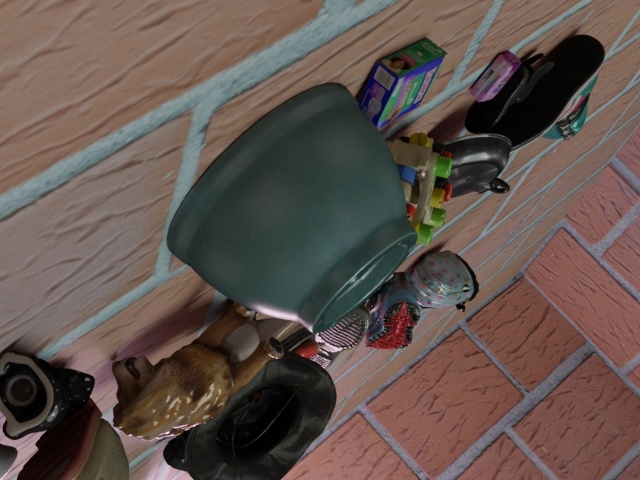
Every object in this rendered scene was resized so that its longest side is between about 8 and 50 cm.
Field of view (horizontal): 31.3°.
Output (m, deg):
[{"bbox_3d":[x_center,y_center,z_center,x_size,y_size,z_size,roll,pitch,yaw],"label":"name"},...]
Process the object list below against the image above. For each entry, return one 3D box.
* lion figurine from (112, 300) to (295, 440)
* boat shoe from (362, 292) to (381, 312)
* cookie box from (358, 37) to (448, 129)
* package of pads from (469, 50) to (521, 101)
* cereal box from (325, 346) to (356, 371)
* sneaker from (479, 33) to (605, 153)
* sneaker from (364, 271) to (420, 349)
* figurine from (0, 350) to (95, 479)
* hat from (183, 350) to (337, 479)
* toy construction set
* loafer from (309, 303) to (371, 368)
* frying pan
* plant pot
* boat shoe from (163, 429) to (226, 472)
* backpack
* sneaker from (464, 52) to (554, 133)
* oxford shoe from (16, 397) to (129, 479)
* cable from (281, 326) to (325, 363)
[{"bbox_3d":[-0.135,0.157,1.678,0.240,0.142,0.392,-41,173,26],"label":"lion figurine"},{"bbox_3d":[0.095,0.153,2.548,0.125,0.038,0.046,127,-26,-55],"label":"boat shoe"},{"bbox_3d":[0.102,-0.199,1.449,0.107,0.040,0.092,-33,157,-41],"label":"cookie box"},{"bbox_3d":[0.277,-0.258,1.809,0.083,0.032,0.050,-52,167,32],"label":"package of pads"},{"bbox_3d":[-0.001,0.286,2.656,0.240,0.047,0.173,-32,162,-37],"label":"cereal box"},{"bbox_3d":[0.390,-0.226,2.067,0.295,0.124,0.178,-41,157,-14],"label":"sneaker"},{"bbox_3d":[0.167,0.158,2.580,0.104,0.125,0.262,6,149,-12],"label":"sneaker"},{"bbox_3d":[-0.367,0.225,1.333,0.215,0.092,0.209,-42,171,-2],"label":"figurine"},{"bbox_3d":[-0.138,0.309,2.091,0.331,0.134,0.331,-23,131,-29],"label":"hat"},{"bbox_3d":[0.118,-0.039,1.720,0.328,0.151,0.215,110,-1,-67],"label":"toy construction set"},{"bbox_3d":[0.033,0.182,2.385,0.251,0.094,0.087,-45,-165,52],"label":"loafer"},{"bbox_3d":[0.239,-0.100,1.977,0.197,0.053,0.326,-16,159,4],"label":"frying pan"},{"bbox_3d":[-0.008,-0.015,1.376,0.293,0.196,0.293,-41,167,-12],"label":"plant pot"},{"bbox_3d":[-0.225,0.430,2.284,0.113,0.127,0.340,-42,165,-2],"label":"boat shoe"},{"bbox_3d":[0.282,0.092,2.721,0.182,0.152,0.115,-8,139,-47],"label":"backpack"},{"bbox_3d":[0.317,-0.245,1.922,0.170,0.051,0.089,-51,160,19],"label":"sneaker"},{"bbox_3d":[-0.287,0.286,1.433,0.123,0.130,0.348,-39,-174,-3],"label":"oxford shoe"},{"bbox_3d":[-0.089,0.251,2.237,0.287,0.072,0.139,-23,152,-56],"label":"cable"}]
